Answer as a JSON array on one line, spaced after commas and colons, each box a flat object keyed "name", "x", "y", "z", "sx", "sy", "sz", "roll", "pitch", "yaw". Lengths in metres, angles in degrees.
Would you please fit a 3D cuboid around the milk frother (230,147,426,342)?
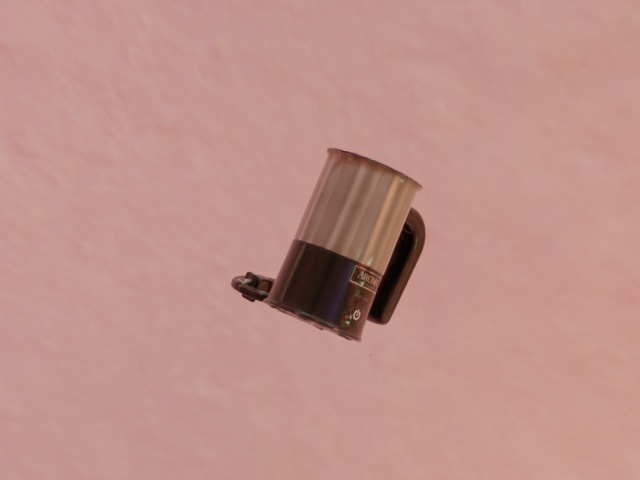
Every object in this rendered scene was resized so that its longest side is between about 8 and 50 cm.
[{"name": "milk frother", "x": 0.000, "y": 0.000, "z": 1.067, "sx": 0.143, "sy": 0.129, "sz": 0.135, "roll": 20, "pitch": 84, "yaw": 25}]
